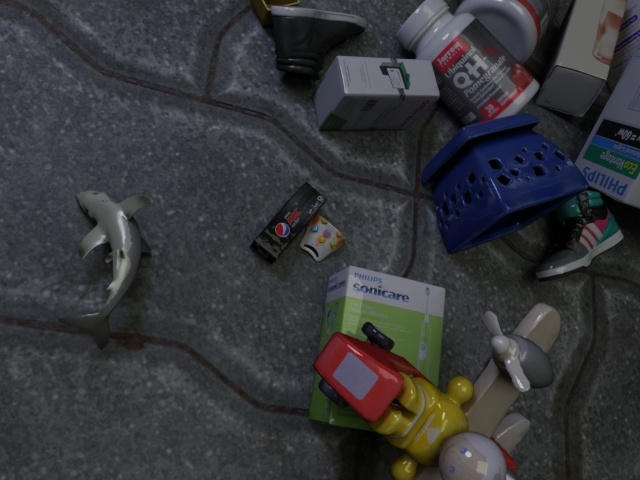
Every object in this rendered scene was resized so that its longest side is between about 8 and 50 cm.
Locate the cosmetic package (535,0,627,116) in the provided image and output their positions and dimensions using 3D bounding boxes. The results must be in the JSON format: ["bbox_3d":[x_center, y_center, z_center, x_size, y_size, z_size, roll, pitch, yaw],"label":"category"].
[{"bbox_3d":[0.675,-0.490,1.355,0.129,0.153,0.296,21,69,11],"label":"cosmetic package"}]

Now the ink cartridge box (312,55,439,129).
[{"bbox_3d":[0.115,-0.308,1.117,0.220,0.160,0.092,-6,77,-22],"label":"ink cartridge box"}]

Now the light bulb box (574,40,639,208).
[{"bbox_3d":[0.871,-0.233,1.240,0.358,0.225,0.360,17,109,-15],"label":"light bulb box"}]

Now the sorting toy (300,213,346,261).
[{"bbox_3d":[0.000,0.000,1.061,0.083,0.045,0.075,41,85,-5],"label":"sorting toy"}]

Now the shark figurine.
[{"bbox_3d":[-0.335,0.034,0.900,0.166,0.116,0.278,-13,69,12],"label":"shark figurine"}]

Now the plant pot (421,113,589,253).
[{"bbox_3d":[0.372,-0.129,1.126,0.236,0.236,0.212,-18,75,-23],"label":"plant pot"}]

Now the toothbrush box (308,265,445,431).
[{"bbox_3d":[0.109,0.212,0.991,0.206,0.122,0.283,14,72,-16],"label":"toothbrush box"}]

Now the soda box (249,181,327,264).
[{"bbox_3d":[-0.063,-0.035,1.035,0.060,0.053,0.169,41,66,-4],"label":"soda box"}]

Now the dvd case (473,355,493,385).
[{"bbox_3d":[0.365,0.319,1.111,0.087,0.013,0.119,45,67,-3],"label":"dvd case"}]

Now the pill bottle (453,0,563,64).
[{"bbox_3d":[0.491,-0.608,1.307,0.210,0.210,0.362,38,66,-6],"label":"pill bottle"}]

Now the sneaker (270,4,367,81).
[{"bbox_3d":[-0.003,-0.429,1.151,0.296,0.105,0.146,-24,128,-48],"label":"sneaker"}]

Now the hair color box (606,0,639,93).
[{"bbox_3d":[0.870,-0.527,1.431,0.110,0.185,0.338,-16,82,-23],"label":"hair color box"}]

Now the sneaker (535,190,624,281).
[{"bbox_3d":[0.580,-0.031,1.221,0.296,0.124,0.178,-25,90,-31],"label":"sneaker"}]

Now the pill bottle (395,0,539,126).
[{"bbox_3d":[0.329,-0.404,1.209,0.318,0.176,0.176,45,66,-2],"label":"pill bottle"}]

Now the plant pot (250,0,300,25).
[{"bbox_3d":[-0.107,-0.514,1.136,0.082,0.083,0.081,-25,85,-25],"label":"plant pot"}]

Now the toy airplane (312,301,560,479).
[{"bbox_3d":[0.197,0.303,0.781,0.385,0.272,0.385,-7,97,-10],"label":"toy airplane"}]
